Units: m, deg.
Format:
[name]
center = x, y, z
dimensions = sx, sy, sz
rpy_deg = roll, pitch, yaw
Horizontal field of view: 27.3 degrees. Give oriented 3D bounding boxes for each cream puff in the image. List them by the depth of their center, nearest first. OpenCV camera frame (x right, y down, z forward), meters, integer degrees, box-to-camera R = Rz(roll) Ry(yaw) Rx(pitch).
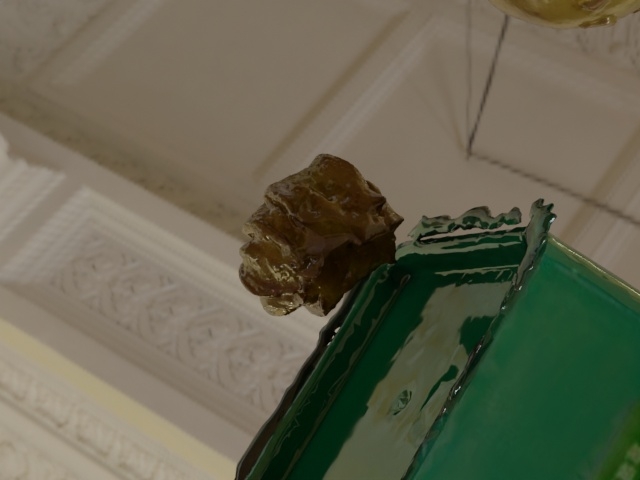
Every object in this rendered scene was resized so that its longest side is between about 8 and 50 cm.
[cream puff]
center = 0.000, 0.000, 0.658
dimensions = 0.083, 0.083, 0.058
rpy_deg = 5, -169, -32

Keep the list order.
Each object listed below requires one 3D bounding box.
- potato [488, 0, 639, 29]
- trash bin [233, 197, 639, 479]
[potato]
center = 0.124, -0.161, 0.530
dimensions = 0.176, 0.137, 0.137
rpy_deg = -36, -136, 32
[trash bin]
center = 0.160, 0.168, 0.689
dimensions = 0.381, 0.295, 0.259
rpy_deg = 37, -105, -15
